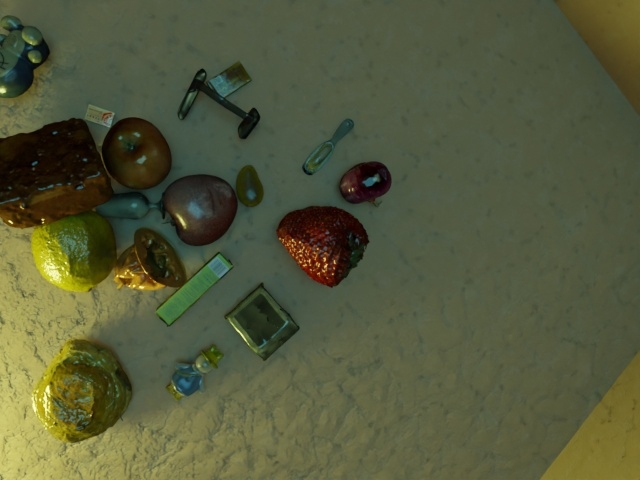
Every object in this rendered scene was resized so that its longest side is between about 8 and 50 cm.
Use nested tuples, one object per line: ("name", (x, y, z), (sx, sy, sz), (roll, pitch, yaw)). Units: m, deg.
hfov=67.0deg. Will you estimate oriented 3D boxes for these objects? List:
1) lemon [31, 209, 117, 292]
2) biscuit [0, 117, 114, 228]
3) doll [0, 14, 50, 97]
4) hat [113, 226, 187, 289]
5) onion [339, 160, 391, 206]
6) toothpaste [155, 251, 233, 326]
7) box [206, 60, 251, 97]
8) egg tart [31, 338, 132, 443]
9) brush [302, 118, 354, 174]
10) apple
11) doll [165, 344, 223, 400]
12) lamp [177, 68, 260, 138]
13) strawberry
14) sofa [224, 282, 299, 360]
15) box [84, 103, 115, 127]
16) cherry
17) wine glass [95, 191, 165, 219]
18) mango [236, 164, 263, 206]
("lemon", (-0.831, 0.032, 1.642), (0.267, 0.268, 0.322), (-10, 102, -14))
("biscuit", (-0.878, -0.220, 1.572), (0.342, 0.395, 0.166), (-23, 138, -16))
("doll", (-1.041, -0.608, 1.633), (0.228, 0.154, 0.259), (29, 75, 20))
("hat", (-0.656, 0.121, 1.761), (0.233, 0.234, 0.244), (-33, 127, 19))
("onion", (0.185, -0.234, 1.942), (0.207, 0.200, 0.201), (6, 90, -9))
("toothpaste", (-0.471, 0.176, 1.816), (0.327, 0.110, 0.077), (-44, 102, -9))
("box", (-0.353, -0.616, 1.871), (0.156, 0.022, 0.089), (-39, 99, -10))
("egg tart", (-0.843, 0.554, 1.714), (0.339, 0.153, 0.352), (42, 82, -15))
("brush", (0.038, -0.385, 1.957), (0.068, 0.060, 0.297), (41, 82, -9))
("apple", (-0.645, -0.306, 1.700), (0.253, 0.253, 0.254), (0, 92, -14))
("doll", (-0.474, 0.501, 1.832), (0.241, 0.099, 0.135), (-43, 61, -11))
("lamp", (-0.389, -0.475, 1.814), (0.283, 0.125, 0.203), (33, 109, -16))
("strawberry", (0.000, 0.000, 1.882), (0.351, 0.267, 0.312), (27, 55, 15))
("sofa", (-0.225, 0.321, 1.901), (0.210, 0.176, 0.225), (-43, 72, -10))
("box", (-0.805, -0.453, 1.763), (0.092, 0.015, 0.058), (17, 85, -13))
("cherry", (-0.432, -0.117, 1.769), (0.307, 0.221, 0.261), (-32, 108, -31))
("wine glass", (-0.688, -0.127, 1.759), (0.230, 0.103, 0.103), (0, 92, -10))
("mango", (-0.275, -0.211, 1.875), (0.103, 0.076, 0.161), (-8, 90, -9))
